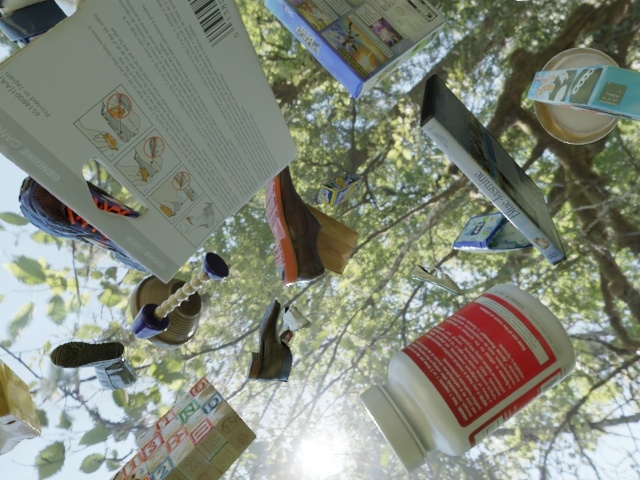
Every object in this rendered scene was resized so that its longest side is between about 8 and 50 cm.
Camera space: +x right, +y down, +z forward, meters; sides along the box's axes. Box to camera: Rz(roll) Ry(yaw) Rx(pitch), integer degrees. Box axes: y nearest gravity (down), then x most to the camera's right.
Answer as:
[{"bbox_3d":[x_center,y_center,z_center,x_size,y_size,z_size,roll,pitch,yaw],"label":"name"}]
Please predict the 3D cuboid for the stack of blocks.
[{"bbox_3d":[-0.283,0.419,0.760,0.297,0.171,0.087,-42,-65,-24],"label":"stack of blocks"}]

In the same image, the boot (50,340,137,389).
[{"bbox_3d":[-0.617,0.351,1.132,0.189,0.209,0.076,5,-125,-15],"label":"boot"}]

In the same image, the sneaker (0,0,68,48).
[{"bbox_3d":[-0.483,-0.409,0.656,0.130,0.322,0.236,-32,-75,-14],"label":"sneaker"}]

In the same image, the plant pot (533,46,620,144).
[{"bbox_3d":[0.652,-0.362,1.029,0.032,0.236,0.236,-25,-102,-19],"label":"plant pot"}]

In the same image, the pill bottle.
[{"bbox_3d":[0.296,0.289,0.863,0.407,0.229,0.229,-32,-98,-8],"label":"pill bottle"}]

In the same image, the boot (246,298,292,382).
[{"bbox_3d":[-0.108,0.258,1.033,0.106,0.082,0.219,16,-79,-13],"label":"boot"}]

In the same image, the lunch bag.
[{"bbox_3d":[0.387,-0.015,0.902,0.151,0.129,0.096,-22,-88,-13],"label":"lunch bag"}]

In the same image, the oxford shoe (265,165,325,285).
[{"bbox_3d":[-0.054,-0.045,0.850,0.098,0.097,0.272,-6,-101,-19],"label":"oxford shoe"}]

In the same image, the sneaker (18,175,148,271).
[{"bbox_3d":[-0.264,-0.022,0.526,0.221,0.087,0.083,39,-119,-53],"label":"sneaker"}]

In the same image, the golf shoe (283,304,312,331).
[{"bbox_3d":[-0.090,0.269,1.420,0.069,0.176,0.086,-13,-90,-30],"label":"golf shoe"}]

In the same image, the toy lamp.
[{"bbox_3d":[-0.333,0.136,0.948,0.080,0.274,0.080,46,-163,-18],"label":"toy lamp"}]

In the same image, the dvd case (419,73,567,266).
[{"bbox_3d":[0.226,-0.102,0.544,0.253,0.022,0.180,41,-144,-14],"label":"dvd case"}]

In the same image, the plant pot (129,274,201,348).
[{"bbox_3d":[-0.447,0.198,1.253,0.237,0.109,0.237,47,-156,-28],"label":"plant pot"}]

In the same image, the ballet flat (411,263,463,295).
[{"bbox_3d":[0.351,0.113,1.221,0.057,0.168,0.053,20,-89,-54],"label":"ballet flat"}]

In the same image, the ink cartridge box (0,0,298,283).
[{"bbox_3d":[-0.172,-0.126,0.458,0.066,0.296,0.261,34,-107,32],"label":"ink cartridge box"}]

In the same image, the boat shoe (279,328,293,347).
[{"bbox_3d":[-0.121,0.335,1.272,0.137,0.043,0.049,-50,-42,-39],"label":"boat shoe"}]

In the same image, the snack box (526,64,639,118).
[{"bbox_3d":[0.500,-0.246,0.702,0.187,0.060,0.322,15,-157,6],"label":"snack box"}]

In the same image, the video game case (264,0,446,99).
[{"bbox_3d":[0.069,-0.447,0.801,0.244,0.061,0.269,-41,-94,-18],"label":"video game case"}]

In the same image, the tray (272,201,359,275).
[{"bbox_3d":[0.000,0.000,1.652,0.410,0.076,0.203,25,-92,-52],"label":"tray"}]

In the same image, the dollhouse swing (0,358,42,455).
[{"bbox_3d":[-0.812,0.296,0.800,0.346,0.315,0.305,-19,-117,-28],"label":"dollhouse swing"}]

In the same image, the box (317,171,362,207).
[{"bbox_3d":[0.061,-0.156,1.251,0.054,0.059,0.169,29,-146,21],"label":"box"}]
